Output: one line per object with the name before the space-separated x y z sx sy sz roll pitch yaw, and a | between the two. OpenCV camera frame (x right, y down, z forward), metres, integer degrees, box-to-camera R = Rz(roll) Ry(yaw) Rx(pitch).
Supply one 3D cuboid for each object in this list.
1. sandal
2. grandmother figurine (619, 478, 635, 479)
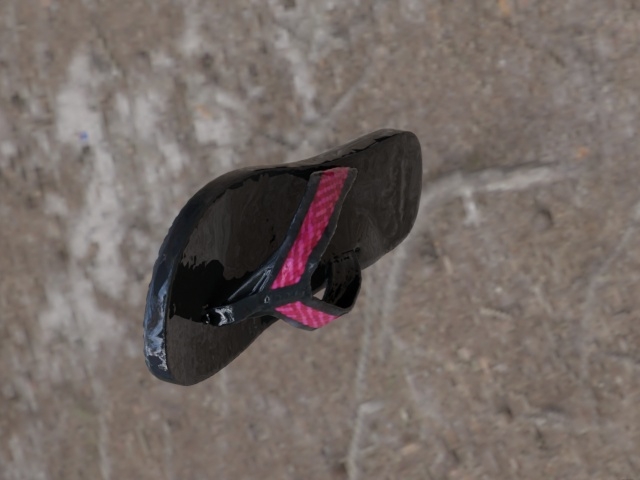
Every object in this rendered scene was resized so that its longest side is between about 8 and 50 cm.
sandal | 0.000 0.000 0.529 0.040 0.179 0.067 16 119 31
grandmother figurine | 0.251 0.289 1.095 0.208 0.342 0.104 63 148 35
